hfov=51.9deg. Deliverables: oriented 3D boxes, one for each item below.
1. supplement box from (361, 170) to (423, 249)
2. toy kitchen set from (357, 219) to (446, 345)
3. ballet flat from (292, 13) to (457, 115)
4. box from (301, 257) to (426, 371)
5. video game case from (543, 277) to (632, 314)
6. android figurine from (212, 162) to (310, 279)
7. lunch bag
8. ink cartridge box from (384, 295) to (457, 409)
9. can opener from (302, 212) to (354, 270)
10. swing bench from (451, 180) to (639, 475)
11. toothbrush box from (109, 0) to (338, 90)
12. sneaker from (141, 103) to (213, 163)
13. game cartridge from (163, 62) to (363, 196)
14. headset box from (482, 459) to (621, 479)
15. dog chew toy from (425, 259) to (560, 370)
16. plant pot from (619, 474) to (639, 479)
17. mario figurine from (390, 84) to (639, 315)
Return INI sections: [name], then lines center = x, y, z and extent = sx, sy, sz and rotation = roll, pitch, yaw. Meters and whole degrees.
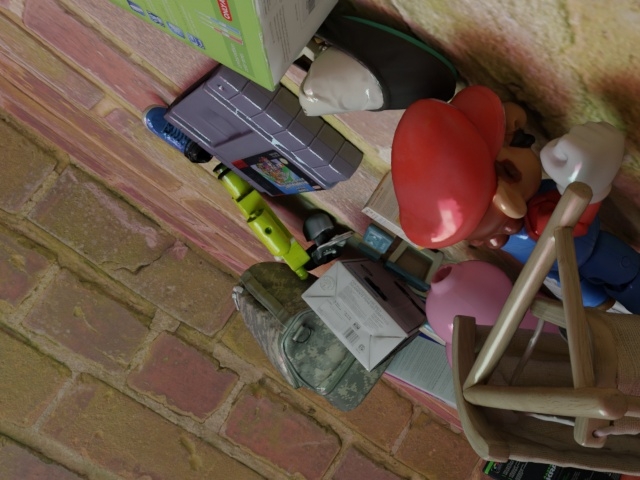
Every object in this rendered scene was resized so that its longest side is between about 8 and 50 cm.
[supplement box]
center = 0.114, -0.040, 0.889
extent = 0.098, 0.062, 0.036
rotation = 34, 169, -3
[toy kitchen set]
center = 0.151, 0.050, 1.004
extent = 0.207, 0.122, 0.166
rotation = 31, 167, 4
[ballet flat]
center = -0.014, -0.174, 0.617
extent = 0.281, 0.096, 0.095
rotation = 30, 167, 11
[box]
center = 0.096, 0.116, 1.152
extent = 0.169, 0.087, 0.290
rotation = 47, -167, 14
[video game case]
center = 0.372, 0.101, 0.808
extent = 0.183, 0.023, 0.201
rotation = 40, 177, -29
[android figurine]
center = -0.109, -0.036, 1.288
extent = 0.272, 0.056, 0.248
rotation = 54, 176, -23
[lunch bag]
center = -0.030, 0.176, 1.364
extent = 0.256, 0.212, 0.305
rotation = 40, 178, -31
[ink cartridge box]
center = 0.246, 0.222, 1.299
extent = 0.069, 0.175, 0.371
rotation = 41, 165, -34
[can opener]
center = 0.000, 0.000, 1.354
extent = 0.095, 0.076, 0.283
rotation = 65, 167, 3
[swing bench]
center = 0.266, 0.107, 0.525
extent = 0.254, 0.165, 0.254
rotation = 8, 149, -5
[toothbrush box]
center = -0.131, -0.267, 0.490
extent = 0.283, 0.122, 0.206
rotation = 29, 167, 11
[sneaker]
center = -0.254, -0.192, 1.208
extent = 0.085, 0.058, 0.152
rotation = 31, 173, 36
[game cartridge]
center = -0.103, -0.156, 0.996
extent = 0.230, 0.068, 0.355
rotation = 42, 165, -19
[headset box]
center = 0.456, 0.379, 1.230
extent = 0.131, 0.246, 0.283
rotation = 33, 169, -3
[dog chew toy]
center = 0.281, 0.158, 0.957
extent = 0.332, 0.206, 0.207
rotation = 45, 164, -17
[plant pot]
center = 0.497, 0.348, 0.834
extent = 0.273, 0.264, 0.272
rotation = 25, 180, 0
[mario figurine]
center = 0.207, -0.048, 0.604
extent = 0.321, 0.170, 0.198
rotation = 27, 135, -26
